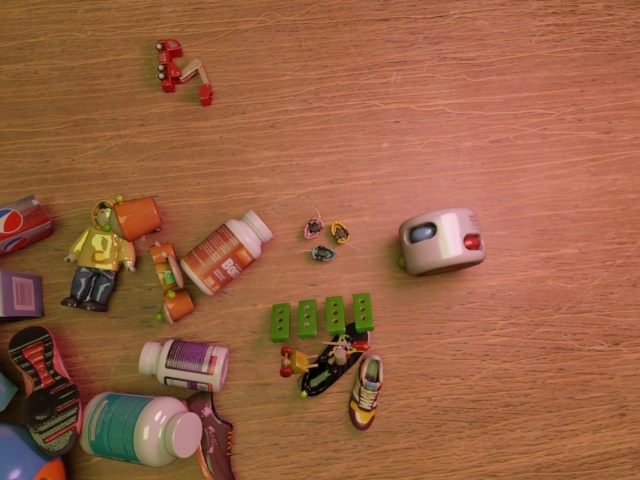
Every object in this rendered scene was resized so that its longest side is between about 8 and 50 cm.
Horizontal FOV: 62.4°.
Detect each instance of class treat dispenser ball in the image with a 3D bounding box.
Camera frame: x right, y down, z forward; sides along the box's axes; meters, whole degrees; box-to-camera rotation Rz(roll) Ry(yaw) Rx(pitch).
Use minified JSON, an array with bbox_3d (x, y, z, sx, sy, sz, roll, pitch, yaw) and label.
[{"bbox_3d":[-0.694,0.534,1.115,0.288,0.288,0.288,0,80,-1],"label":"treat dispenser ball"}]

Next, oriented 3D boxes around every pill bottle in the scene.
[{"bbox_3d":[-0.226,0.026,1.300,0.216,0.121,0.121,-41,83,-7],"label":"pill bottle"},{"bbox_3d":[-0.392,0.415,1.165,0.264,0.146,0.146,-4,78,28],"label":"pill bottle"},{"bbox_3d":[-0.323,0.294,1.257,0.193,0.108,0.108,9,80,0],"label":"pill bottle"}]

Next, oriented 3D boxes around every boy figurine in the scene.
[{"bbox_3d":[-0.538,0.033,1.311,0.177,0.092,0.285,14,83,4],"label":"boy figurine"}]

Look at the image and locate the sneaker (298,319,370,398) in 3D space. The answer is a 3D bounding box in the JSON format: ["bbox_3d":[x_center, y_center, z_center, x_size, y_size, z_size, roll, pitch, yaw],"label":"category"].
[{"bbox_3d":[0.039,0.291,1.268,0.084,0.097,0.234,40,81,6],"label":"sneaker"}]

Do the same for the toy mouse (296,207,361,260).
[{"bbox_3d":[0.000,0.000,1.354,0.143,0.031,0.161,-33,82,-7],"label":"toy mouse"}]

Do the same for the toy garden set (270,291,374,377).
[{"bbox_3d":[0.007,0.227,1.253,0.244,0.049,0.203,-7,41,5],"label":"toy garden set"}]

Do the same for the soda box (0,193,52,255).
[{"bbox_3d":[-0.792,-0.010,1.264,0.263,0.083,0.092,-30,81,-33],"label":"soda box"}]

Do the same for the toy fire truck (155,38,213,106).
[{"bbox_3d":[-0.365,-0.454,1.423,0.135,0.047,0.192,-7,79,-3],"label":"toy fire truck"}]

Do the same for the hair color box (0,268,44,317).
[{"bbox_3d":[-0.881,0.155,1.233,0.374,0.185,0.113,-8,81,-2],"label":"hair color box"}]

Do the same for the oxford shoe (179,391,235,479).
[{"bbox_3d":[-0.239,0.482,1.233,0.098,0.097,0.271,-27,81,-11],"label":"oxford shoe"}]

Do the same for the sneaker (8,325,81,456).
[{"bbox_3d":[-0.605,0.344,1.204,0.116,0.136,0.314,-21,59,-20],"label":"sneaker"}]

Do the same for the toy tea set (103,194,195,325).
[{"bbox_3d":[-0.411,0.046,1.258,0.124,0.200,0.336,-20,86,-13],"label":"toy tea set"}]

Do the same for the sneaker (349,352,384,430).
[{"bbox_3d":[0.110,0.362,1.263,0.070,0.084,0.185,9,79,1],"label":"sneaker"}]

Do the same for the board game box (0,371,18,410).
[{"bbox_3d":[-0.877,0.283,1.127,0.254,0.079,0.336,-30,112,6],"label":"board game box"}]

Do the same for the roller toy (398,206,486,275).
[{"bbox_3d":[0.293,0.000,1.278,0.209,0.191,0.146,-9,79,-2],"label":"roller toy"}]
